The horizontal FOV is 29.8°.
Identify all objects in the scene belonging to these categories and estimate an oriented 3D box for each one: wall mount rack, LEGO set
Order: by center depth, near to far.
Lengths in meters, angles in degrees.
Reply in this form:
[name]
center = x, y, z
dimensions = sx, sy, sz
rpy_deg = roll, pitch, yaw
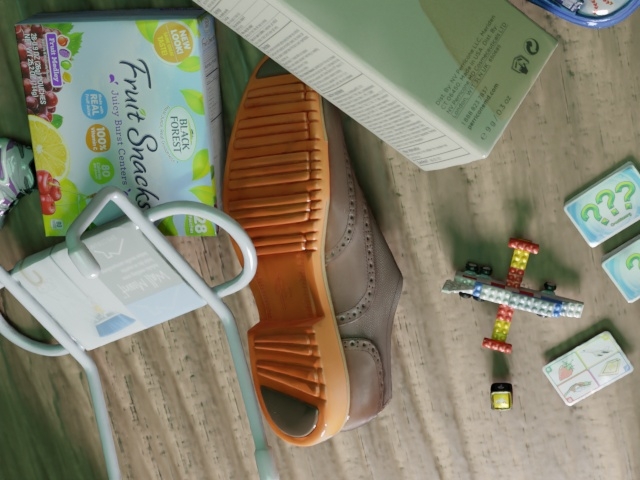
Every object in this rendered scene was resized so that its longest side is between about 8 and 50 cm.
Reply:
[LEGO set]
center = 0.237, 0.067, 1.131
dimensions = 0.244, 0.060, 0.182
rpy_deg = -33, 98, 19
[wall mount rack]
center = -0.189, 0.110, 1.139
dimensions = 0.350, 0.130, 0.304
rpy_deg = -21, 119, 36

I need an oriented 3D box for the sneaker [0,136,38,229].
[sneaker]
center = -0.295, -0.049, 1.185
dimensions = 0.069, 0.038, 0.098
rpy_deg = 13, 112, 6

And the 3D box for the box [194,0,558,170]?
[box]
center = 0.020, -0.196, 0.983
dimensions = 0.311, 0.148, 0.121
rpy_deg = 36, 80, -14

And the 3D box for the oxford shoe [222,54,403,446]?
[oxford shoe]
center = 0.000, 0.000, 1.127
dimensions = 0.130, 0.133, 0.363
rpy_deg = 3, 99, 46

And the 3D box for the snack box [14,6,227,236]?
[snack box]
center = -0.180, -0.110, 1.127
dimensions = 0.174, 0.070, 0.207
rpy_deg = 1, 112, 10

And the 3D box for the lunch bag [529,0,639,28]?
[lunch bag]
center = 0.203, -0.332, 0.961
dimensions = 0.243, 0.115, 0.303
rpy_deg = 30, 111, 0
